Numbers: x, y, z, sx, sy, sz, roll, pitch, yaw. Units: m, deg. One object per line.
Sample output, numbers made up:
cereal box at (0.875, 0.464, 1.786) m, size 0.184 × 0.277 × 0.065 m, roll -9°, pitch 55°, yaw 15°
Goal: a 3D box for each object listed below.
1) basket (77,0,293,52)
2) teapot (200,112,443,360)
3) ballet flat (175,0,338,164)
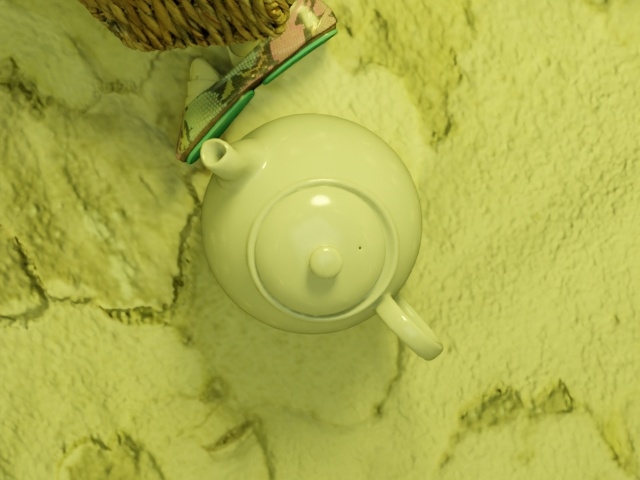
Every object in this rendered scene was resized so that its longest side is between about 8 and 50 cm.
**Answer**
basket at (-0.148, -0.353, 1.436) m, size 0.213 × 0.223 × 0.299 m, roll -4°, pitch 141°, yaw 20°
teapot at (0.000, 0.000, 1.591) m, size 0.256 × 0.187 × 0.252 m, roll -2°, pitch 109°, yaw -9°
ballet flat at (-0.082, -0.177, 1.589) m, size 0.221 × 0.077 × 0.079 m, roll -42°, pitch 90°, yaw 1°
